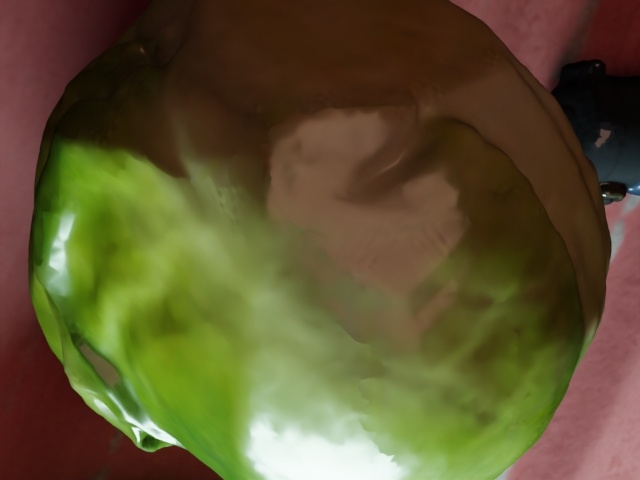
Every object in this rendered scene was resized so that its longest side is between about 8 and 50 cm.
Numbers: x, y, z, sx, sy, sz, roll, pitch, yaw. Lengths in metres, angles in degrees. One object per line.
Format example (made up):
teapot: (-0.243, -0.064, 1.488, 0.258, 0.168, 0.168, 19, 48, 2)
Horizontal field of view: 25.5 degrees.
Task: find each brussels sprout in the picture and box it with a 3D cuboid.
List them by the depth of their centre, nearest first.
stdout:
brussels sprout: (-0.003, 0.000, 0.639, 0.227, 0.259, 0.294, -56, 166, -33)

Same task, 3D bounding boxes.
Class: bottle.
bottle: (0.241, -0.055, 0.842, 0.245, 0.072, 0.082, 4, 92, -26)
